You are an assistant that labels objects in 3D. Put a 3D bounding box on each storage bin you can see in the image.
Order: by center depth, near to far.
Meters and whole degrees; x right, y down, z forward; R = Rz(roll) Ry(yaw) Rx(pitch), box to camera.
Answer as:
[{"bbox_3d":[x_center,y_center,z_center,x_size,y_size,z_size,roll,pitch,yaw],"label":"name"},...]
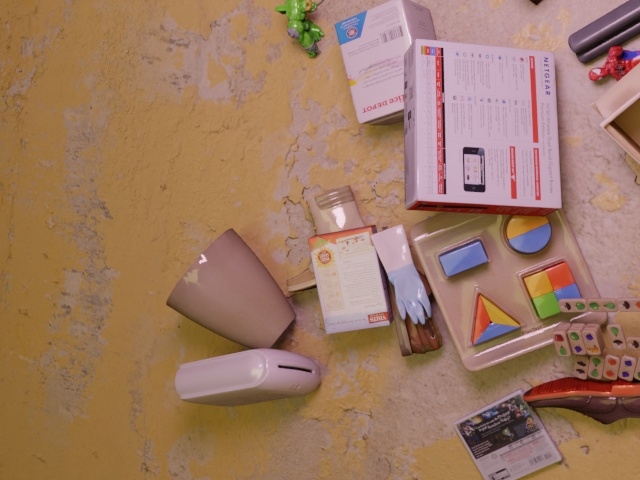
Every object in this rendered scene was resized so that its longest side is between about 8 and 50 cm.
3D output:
[{"bbox_3d":[0.686,-0.238,1.372,0.260,0.123,0.262,38,116,-16],"label":"storage bin"}]

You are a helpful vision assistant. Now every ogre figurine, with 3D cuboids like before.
[{"bbox_3d":[-0.044,-0.549,1.807,0.096,0.118,0.197,21,106,26],"label":"ogre figurine"}]

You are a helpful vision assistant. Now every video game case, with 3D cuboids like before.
[{"bbox_3d":[0.422,0.454,1.712,0.190,0.022,0.173,-35,79,28],"label":"video game case"}]

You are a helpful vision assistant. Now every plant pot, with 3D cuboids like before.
[{"bbox_3d":[-0.204,0.152,1.922,0.274,0.256,0.256,39,113,3],"label":"plant pot"}]

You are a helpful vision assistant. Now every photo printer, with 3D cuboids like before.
[{"bbox_3d":[-0.171,0.347,1.901,0.307,0.256,0.107,-16,68,30],"label":"photo printer"}]

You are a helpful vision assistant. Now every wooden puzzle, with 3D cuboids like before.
[{"bbox_3d":[0.394,0.069,1.602,0.322,0.080,0.348,-23,82,11],"label":"wooden puzzle"}]

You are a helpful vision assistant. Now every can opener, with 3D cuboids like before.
[{"bbox_3d":[0.624,-0.463,1.485,0.283,0.076,0.095,-28,49,29],"label":"can opener"}]

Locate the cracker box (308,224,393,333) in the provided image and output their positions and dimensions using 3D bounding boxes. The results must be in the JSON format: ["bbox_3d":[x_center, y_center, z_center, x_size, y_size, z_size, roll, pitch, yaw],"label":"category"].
[{"bbox_3d":[0.071,0.091,1.754,0.155,0.067,0.232,-10,93,15],"label":"cracker box"}]

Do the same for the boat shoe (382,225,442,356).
[{"bbox_3d":[0.212,0.112,1.754,0.104,0.111,0.307,-11,93,6],"label":"boat shoe"}]

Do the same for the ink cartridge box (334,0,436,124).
[{"bbox_3d":[0.165,-0.389,1.678,0.171,0.168,0.233,-13,89,30],"label":"ink cartridge box"}]

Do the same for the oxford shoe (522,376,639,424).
[{"bbox_3d":[0.564,0.344,1.581,0.271,0.097,0.098,-9,97,30],"label":"oxford shoe"}]

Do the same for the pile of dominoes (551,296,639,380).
[{"bbox_3d":[0.587,0.205,1.476,0.251,0.040,0.196,-5,115,41],"label":"pile of dominoes"}]

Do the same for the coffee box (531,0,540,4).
[{"bbox_3d":[0.397,-0.656,1.548,0.168,0.119,0.297,-43,74,24],"label":"coffee box"}]

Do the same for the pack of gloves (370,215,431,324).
[{"bbox_3d":[0.243,0.063,1.688,0.195,0.046,0.232,-18,84,-16],"label":"pack of gloves"}]

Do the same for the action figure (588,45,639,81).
[{"bbox_3d":[0.649,-0.346,1.431,0.280,0.139,0.091,-14,113,32],"label":"action figure"}]

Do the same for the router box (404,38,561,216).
[{"bbox_3d":[0.323,-0.223,1.517,0.301,0.082,0.336,3,79,-10],"label":"router box"}]

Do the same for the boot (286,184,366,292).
[{"bbox_3d":[0.000,0.000,1.851,0.262,0.095,0.203,-28,83,22],"label":"boot"}]
